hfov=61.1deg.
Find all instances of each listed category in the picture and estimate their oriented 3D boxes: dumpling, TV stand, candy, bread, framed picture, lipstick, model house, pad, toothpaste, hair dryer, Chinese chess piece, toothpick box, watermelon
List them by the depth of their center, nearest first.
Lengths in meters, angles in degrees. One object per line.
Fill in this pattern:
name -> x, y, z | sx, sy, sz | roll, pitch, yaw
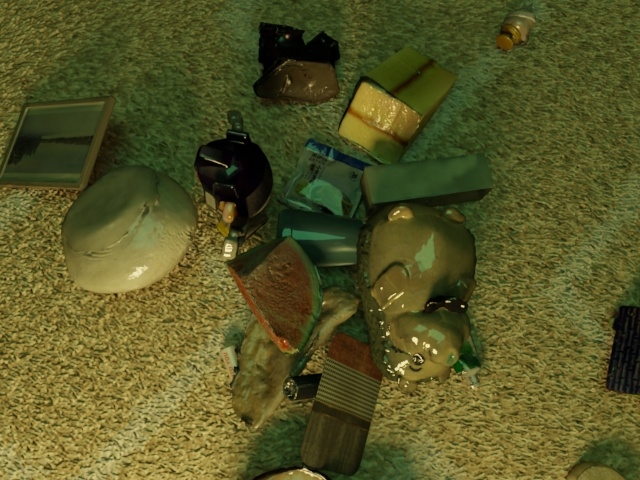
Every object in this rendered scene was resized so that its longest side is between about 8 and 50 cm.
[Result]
hair dryer -> 0.000, 0.352, 1.046 | 0.173, 0.050, 0.194 | 8, 87, -39
watermelon -> -0.068, 0.096, 1.047 | 0.146, 0.128, 0.231 | -32, 81, -15
Chinese chess piece -> 0.536, 0.493, 1.048 | 0.122, 0.051, 0.122 | 0, 74, 1
pad -> 0.121, 0.347, 1.071 | 0.323, 0.055, 0.250 | 24, 68, -18
model house -> 0.688, 0.247, 1.091 | 0.211, 0.170, 0.193 | 11, 81, 31
candy -> -0.379, -0.012, 1.095 | 0.296, 0.185, 0.295 | -12, 59, 20
dumpling -> -0.071, 0.208, 1.097 | 0.166, 0.086, 0.332 | 37, 78, 29
lipstick -> -0.164, 0.279, 1.100 | 0.038, 0.038, 0.130 | -23, 76, -7
toothpaste -> 0.278, 0.184, 1.131 | 0.078, 0.047, 0.248 | -16, 74, -4
toothpick box -> 0.000, 0.000, 1.138 | 0.184, 0.120, 0.120 | 5, 75, -3
framed picture -> -0.579, -0.210, 1.173 | 0.289, 0.016, 0.213 | 5, 74, 28
TV stand -> 0.229, -0.121, 1.182 | 0.270, 0.083, 0.088 | -7, 73, -7
model house -> -0.053, -0.420, 1.263 | 0.203, 0.141, 0.164 | 5, 51, -21
bread -> 0.186, -0.316, 1.265 | 0.168, 0.163, 0.264 | 37, 46, 9

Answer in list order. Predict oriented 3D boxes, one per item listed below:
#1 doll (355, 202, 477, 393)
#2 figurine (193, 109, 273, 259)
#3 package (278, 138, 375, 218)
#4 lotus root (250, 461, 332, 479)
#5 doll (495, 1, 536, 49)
doll -> 0.183, 0.104, 1.033 | 0.247, 0.247, 0.349 | 5, 94, 0
figurine -> -0.167, -0.113, 1.084 | 0.143, 0.308, 0.308 | -16, 76, -10
package -> 0.015, -0.127, 1.217 | 0.171, 0.027, 0.173 | 23, 78, 5
lotus root -> -0.020, 0.603, 0.949 | 0.390, 0.111, 0.375 | 36, 66, 12
doll -> 0.484, -0.517, 1.313 | 0.084, 0.073, 0.127 | 42, 81, -24
